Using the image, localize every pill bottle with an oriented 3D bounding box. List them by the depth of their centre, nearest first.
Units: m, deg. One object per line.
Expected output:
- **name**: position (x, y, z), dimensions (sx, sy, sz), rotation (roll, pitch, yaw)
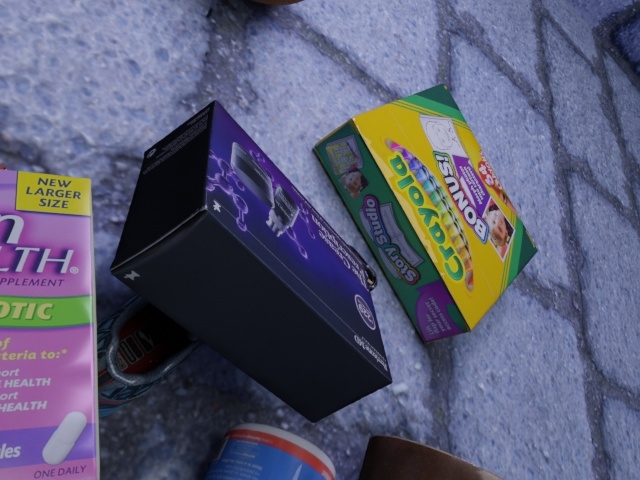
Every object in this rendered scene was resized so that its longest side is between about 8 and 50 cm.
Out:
- **pill bottle**: position (-0.074, 0.294, 0.514), dimensions (0.124, 0.124, 0.221), rotation (42, 47, -20)

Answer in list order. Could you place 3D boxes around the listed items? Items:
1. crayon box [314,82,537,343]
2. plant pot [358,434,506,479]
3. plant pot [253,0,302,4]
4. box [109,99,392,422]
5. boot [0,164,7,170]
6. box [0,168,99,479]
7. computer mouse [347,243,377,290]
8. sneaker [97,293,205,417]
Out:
- **crayon box**: position (0.196, -0.063, 0.965), dimensions (0.313, 0.106, 0.362), rotation (-32, 93, -47)
- **plant pot**: position (0.108, 0.367, 0.612), dimensions (0.215, 0.215, 0.230), rotation (40, 61, -22)
- **plant pot**: position (-0.067, -0.494, 0.834), dimensions (0.291, 0.291, 0.203), rotation (23, 72, -34)
- **box**: position (-0.052, 0.024, 0.542), dimensions (0.261, 0.103, 0.184), rotation (46, 23, -34)
- **boot**: position (-0.296, -0.049, 0.529), dimensions (0.158, 0.059, 0.084), rotation (1, 64, -42)
- **box**: position (-0.269, 0.072, 0.377), dimensions (0.214, 0.117, 0.242), rotation (5, 51, -28)
- **computer mouse**: position (0.000, 0.000, 0.796), dimensions (0.242, 0.041, 0.071), rotation (34, 49, -28)
- **sneaker**: position (-0.133, 0.074, 0.569), dimensions (0.104, 0.125, 0.262), rotation (53, 44, -10)
